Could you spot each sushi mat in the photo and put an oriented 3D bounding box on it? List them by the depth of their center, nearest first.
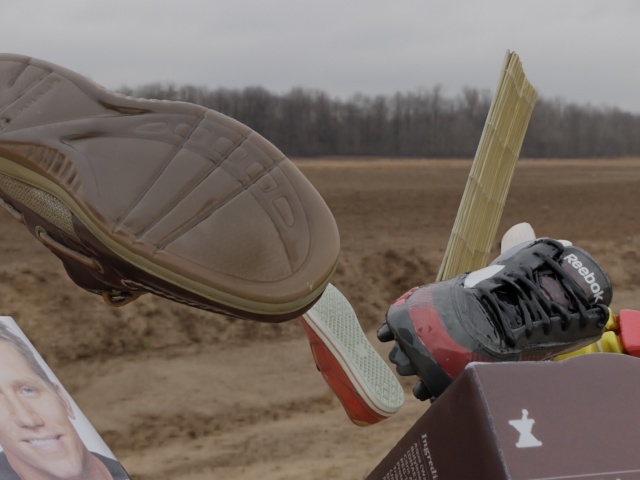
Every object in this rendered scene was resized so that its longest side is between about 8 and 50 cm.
[{"bbox_3d":[0.199,-0.057,1.040,0.019,0.316,0.151,15,-6,25],"label":"sushi mat"}]

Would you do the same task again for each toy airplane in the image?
[{"bbox_3d":[0.380,0.179,1.540,0.386,0.384,0.272,41,-15,30],"label":"toy airplane"}]

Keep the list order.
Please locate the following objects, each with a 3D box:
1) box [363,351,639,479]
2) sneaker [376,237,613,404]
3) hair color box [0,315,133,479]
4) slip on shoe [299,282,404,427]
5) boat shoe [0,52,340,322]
[{"bbox_3d":[0.131,0.231,0.642,0.191,0.143,0.381,1,-37,-19],"label":"box"},{"bbox_3d":[0.150,0.055,0.678,0.135,0.097,0.276,-39,-21,28],"label":"sneaker"},{"bbox_3d":[-0.269,0.218,0.761,0.347,0.105,0.174,46,9,19],"label":"hair color box"},{"bbox_3d":[0.023,0.190,1.557,0.123,0.101,0.331,-3,51,-49],"label":"slip on shoe"},{"bbox_3d":[-0.132,-0.021,0.602,0.342,0.123,0.123,23,53,24],"label":"boat shoe"}]
